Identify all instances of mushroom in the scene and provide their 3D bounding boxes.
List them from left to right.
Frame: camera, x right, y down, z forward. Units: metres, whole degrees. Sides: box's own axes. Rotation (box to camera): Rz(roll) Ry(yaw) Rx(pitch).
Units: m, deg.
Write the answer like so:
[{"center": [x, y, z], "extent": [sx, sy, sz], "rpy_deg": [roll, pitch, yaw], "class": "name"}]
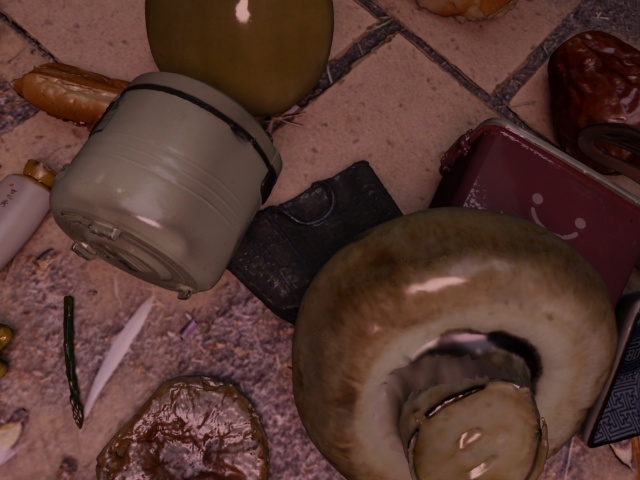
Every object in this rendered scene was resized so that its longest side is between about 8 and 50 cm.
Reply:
[{"center": [0.135, 0.128, 0.536], "extent": [0.353, 0.260, 0.351], "rpy_deg": [0, 110, -1], "class": "mushroom"}]

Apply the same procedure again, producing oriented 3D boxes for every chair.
[{"center": [0.509, -0.030, 0.705], "extent": [0.327, 0.175, 0.183], "rpy_deg": [16, 101, -9], "class": "chair"}]

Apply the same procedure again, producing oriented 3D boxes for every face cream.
[{"center": [-0.401, -0.021, 0.626], "extent": [0.072, 0.051, 0.182], "rpy_deg": [23, 65, 2], "class": "face cream"}]

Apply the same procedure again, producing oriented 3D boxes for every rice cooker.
[{"center": [-0.178, -0.070, 0.600], "extent": [0.226, 0.226, 0.244], "rpy_deg": [24, 69, -2], "class": "rice cooker"}]

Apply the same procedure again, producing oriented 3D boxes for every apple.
[{"center": [-0.113, -0.302, 0.694], "extent": [0.263, 0.262, 0.262], "rpy_deg": [4, 68, -10], "class": "apple"}]

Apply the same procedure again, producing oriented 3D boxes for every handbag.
[{"center": [0.000, 0.000, 0.690], "extent": [0.271, 0.088, 0.175], "rpy_deg": [-30, 67, -17], "class": "handbag"}]

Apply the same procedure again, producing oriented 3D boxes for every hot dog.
[{"center": [-0.303, -0.190, 0.701], "extent": [0.250, 0.076, 0.102], "rpy_deg": [12, 28, -11], "class": "hot dog"}]

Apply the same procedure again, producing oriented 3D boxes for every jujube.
[{"center": [0.482, -0.235, 0.830], "extent": [0.190, 0.190, 0.255], "rpy_deg": [-12, 71, -16], "class": "jujube"}]

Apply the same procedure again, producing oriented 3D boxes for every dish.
[{"center": [0.436, 0.153, 0.670], "extent": [0.182, 0.243, 0.080], "rpy_deg": [-6, 28, -16], "class": "dish"}]

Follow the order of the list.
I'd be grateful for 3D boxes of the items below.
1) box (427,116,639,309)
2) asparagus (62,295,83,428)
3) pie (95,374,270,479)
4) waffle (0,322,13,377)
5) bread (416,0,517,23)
[{"center": [0.285, -0.010, 0.697], "extent": [0.294, 0.193, 0.167], "rpy_deg": [31, 75, 1], "class": "box"}, {"center": [-0.303, 0.145, 0.600], "extent": [0.016, 0.016, 0.162], "rpy_deg": [-2, 67, -33], "class": "asparagus"}, {"center": [-0.149, 0.257, 0.572], "extent": [0.195, 0.046, 0.194], "rpy_deg": [4, 69, -11], "class": "pie"}, {"center": [-0.453, 0.150, 0.546], "extent": [0.211, 0.055, 0.160], "rpy_deg": [-25, 75, -20], "class": "waffle"}, {"center": [0.277, -0.628, 0.830], "extent": [0.371, 0.390, 0.279], "rpy_deg": [37, 62, 3], "class": "bread"}]
